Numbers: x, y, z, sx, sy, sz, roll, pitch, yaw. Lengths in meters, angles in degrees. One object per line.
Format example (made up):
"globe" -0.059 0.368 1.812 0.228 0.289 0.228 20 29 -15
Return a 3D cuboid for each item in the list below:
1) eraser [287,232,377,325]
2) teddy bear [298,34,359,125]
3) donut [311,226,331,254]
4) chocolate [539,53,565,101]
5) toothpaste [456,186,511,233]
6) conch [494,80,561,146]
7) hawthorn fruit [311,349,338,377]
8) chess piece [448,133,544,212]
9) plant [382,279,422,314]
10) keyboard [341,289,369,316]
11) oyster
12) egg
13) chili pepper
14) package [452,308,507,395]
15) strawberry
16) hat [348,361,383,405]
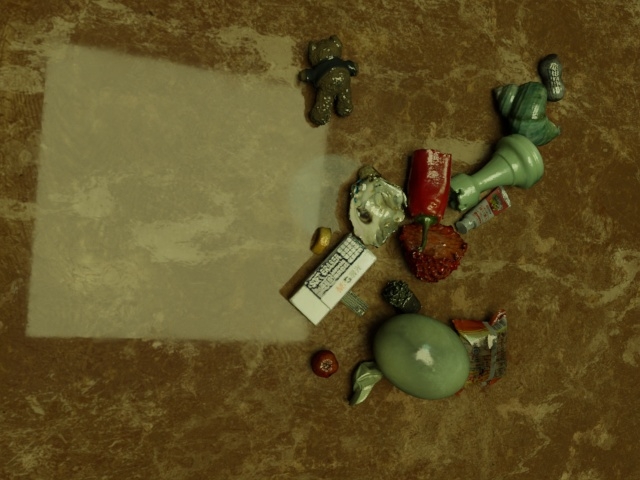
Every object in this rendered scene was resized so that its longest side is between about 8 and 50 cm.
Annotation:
"eraser" 0.037 0.120 1.579 0.130 0.086 0.287 45 81 -3
"teddy bear" 0.036 -0.482 1.506 0.182 0.129 0.251 -15 100 -18
"donut" 0.000 0.000 1.591 0.038 0.067 0.083 24 119 -25
"chocolate" 0.824 -0.576 1.789 0.072 0.072 0.166 -19 103 -16
"toothpaste" 0.573 -0.103 1.764 0.234 0.057 0.089 -34 103 -21
"conch" 0.709 -0.438 1.718 0.277 0.220 0.195 34 127 4
"hawthorn fruit" 0.011 0.393 1.602 0.093 0.093 0.093 -2 95 -18
"chess piece" 0.565 -0.212 1.688 0.299 0.194 0.194 -28 103 -5
"plant" 0.269 0.189 1.667 0.143 0.092 0.094 41 89 -25
"keyboard" 0.101 0.196 1.649 0.129 0.015 0.049 42 81 -17
"oyster" 0.168 -0.101 1.609 0.214 0.083 0.222 39 83 -16
"egg" 0.325 0.370 1.612 0.352 0.258 0.258 30 85 -22
"chili pepper" 0.342 -0.118 1.624 0.135 0.131 0.338 8 81 -23
"package" 0.566 0.398 1.775 0.224 0.108 0.287 -9 100 -16
"strawberry" 0.357 0.048 1.661 0.234 0.234 0.177 -7 128 -18
"hat" 0.144 0.473 1.668 0.166 0.081 0.122 -61 153 4
